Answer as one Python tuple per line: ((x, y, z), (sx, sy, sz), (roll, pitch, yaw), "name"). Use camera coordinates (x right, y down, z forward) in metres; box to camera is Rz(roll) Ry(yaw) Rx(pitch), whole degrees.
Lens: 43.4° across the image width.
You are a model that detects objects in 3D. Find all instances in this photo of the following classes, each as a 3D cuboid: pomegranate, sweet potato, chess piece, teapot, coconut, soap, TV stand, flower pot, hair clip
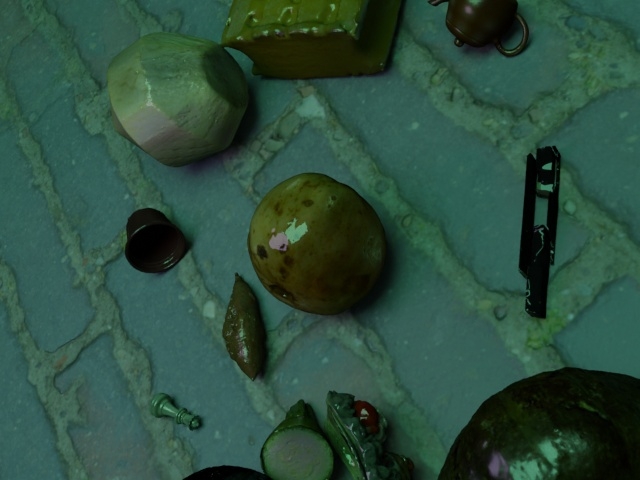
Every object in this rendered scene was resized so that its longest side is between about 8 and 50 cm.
((0.000, 0.000, 1.210), (0.215, 0.215, 0.215), (-12, 63, 26), "pomegranate")
((-0.127, 0.135, 1.312), (0.068, 0.060, 0.206), (-3, 52, -5), "sweet potato")
((-0.235, 0.286, 1.322), (0.093, 0.042, 0.042), (19, 80, 28), "chess piece")
((0.252, -0.354, 1.282), (0.173, 0.116, 0.116), (38, 91, 10), "teapot")
((-0.271, -0.258, 1.465), (0.259, 0.259, 0.259), (-12, 63, 26), "coconut")
((0.001, -0.464, 1.442), (0.293, 0.156, 0.335), (1, 70, 34), "soap")
((0.308, -0.014, 1.132), (0.042, 0.036, 0.249), (-1, 69, 29), "TV stand")
((-0.308, -0.009, 1.465), (0.111, 0.111, 0.089), (-43, 39, 8), "flower pot")
((0.092, 0.339, 1.061), (0.091, 0.138, 0.321), (-16, 56, -11), "hair clip")

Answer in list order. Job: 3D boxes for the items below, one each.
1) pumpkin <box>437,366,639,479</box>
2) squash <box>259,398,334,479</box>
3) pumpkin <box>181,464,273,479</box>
((0.269, 0.285, 0.910), (0.325, 0.232, 0.242), (-43, 57, 12), "pumpkin")
((-0.031, 0.290, 1.168), (0.105, 0.132, 0.105), (0, 102, 2), "squash")
((-0.122, 0.415, 1.083), (0.233, 0.233, 0.163), (-8, 21, 28), "pumpkin")
